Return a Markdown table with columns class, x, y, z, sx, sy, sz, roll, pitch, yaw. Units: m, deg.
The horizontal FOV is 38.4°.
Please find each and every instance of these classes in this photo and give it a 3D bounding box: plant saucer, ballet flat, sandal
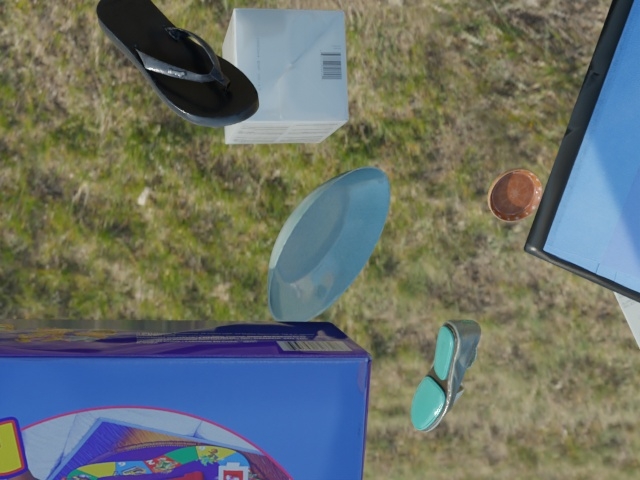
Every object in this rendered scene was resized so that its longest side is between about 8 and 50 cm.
| class | x | y | z | sx | sy | sz | roll | pitch | yaw |
| --- | --- | --- | --- | --- | --- | --- | --- | --- | --- |
| plant saucer | 0.284 | -0.067 | 1.345 | 0.083 | 0.013 | 0.084 | -6 | 118 | -11 |
| ballet flat | 0.200 | 0.212 | 1.420 | 0.068 | 0.072 | 0.213 | -5 | 126 | -28 |
| plant saucer | 0.000 | 0.000 | 0.975 | 0.037 | 0.195 | 0.195 | 33 | 139 | 26 |
| sandal | -0.185 | -0.231 | 1.146 | 0.254 | 0.097 | 0.054 | 39 | 155 | 12 |

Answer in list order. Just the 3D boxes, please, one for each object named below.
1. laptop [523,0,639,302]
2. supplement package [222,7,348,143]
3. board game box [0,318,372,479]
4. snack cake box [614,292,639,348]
| class | x | y | z | sx | sy | sz | roll | pitch | yaw |
| --- | --- | --- | --- | --- | --- | --- | --- | --- | --- |
| laptop | 0.226 | -0.030 | 0.422 | 0.136 | 0.264 | 0.234 | 11 | 114 | -8 |
| supplement package | -0.072 | -0.294 | 1.700 | 0.197 | 0.200 | 0.262 | -2 | 178 | -11 |
| board game box | -0.160 | 0.154 | 0.391 | 0.346 | 0.078 | 0.234 | 2 | 95 | -12 |
| snack cake box | 0.374 | 0.006 | 0.744 | 0.264 | 0.152 | 0.089 | -31 | 143 | 24 |
